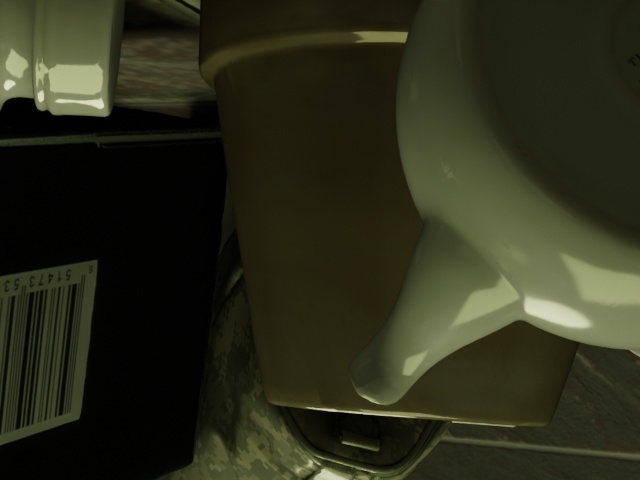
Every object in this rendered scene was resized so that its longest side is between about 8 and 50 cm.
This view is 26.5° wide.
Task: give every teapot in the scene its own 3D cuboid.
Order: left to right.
[{"bbox_3d":[0.149,-0.050,0.694,0.256,0.252,0.187,4,155,-9],"label":"teapot"}]

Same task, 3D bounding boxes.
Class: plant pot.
[{"bbox_3d":[0.069,-0.022,0.911,0.323,0.280,0.323,4,175,0],"label":"plant pot"}]

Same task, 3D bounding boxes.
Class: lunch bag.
[{"bbox_3d":[-0.013,0.132,1.149,0.213,0.256,0.305,21,144,-12],"label":"lunch bag"}]

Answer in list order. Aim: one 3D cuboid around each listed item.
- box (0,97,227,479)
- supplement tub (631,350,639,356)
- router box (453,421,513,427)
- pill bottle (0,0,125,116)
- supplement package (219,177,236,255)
[{"bbox_3d":[-0.395,0.028,0.980,0.472,0.297,0.480,13,-169,27],"label":"box"},{"bbox_3d":[0.474,0.050,1.462,0.316,0.228,0.228,9,172,-38],"label":"supplement tub"},{"bbox_3d":[0.101,0.064,1.584,0.336,0.301,0.082,7,-153,-12],"label":"router box"},{"bbox_3d":[-0.242,-0.134,0.715,0.272,0.152,0.152,6,173,-6],"label":"pill bottle"},{"bbox_3d":[0.000,0.000,1.381,0.293,0.175,0.177,5,-159,-3],"label":"supplement package"}]
